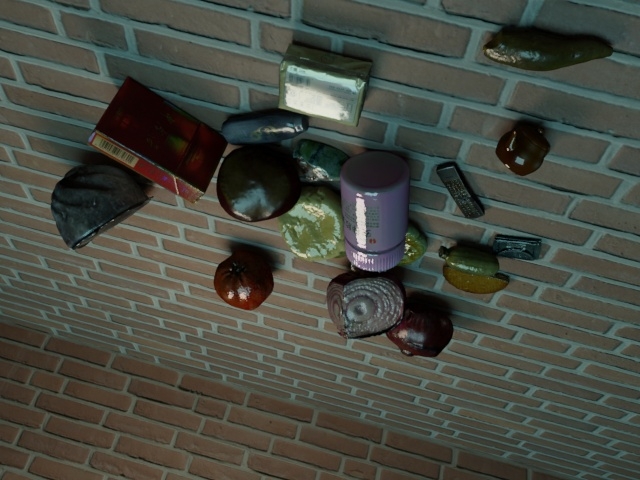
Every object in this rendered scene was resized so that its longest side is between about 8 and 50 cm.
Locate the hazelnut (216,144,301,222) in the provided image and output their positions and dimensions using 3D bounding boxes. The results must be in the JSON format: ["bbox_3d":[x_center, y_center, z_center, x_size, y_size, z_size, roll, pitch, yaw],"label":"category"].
[{"bbox_3d":[-0.165,-0.151,1.677,0.230,0.229,0.229,12,146,8],"label":"hazelnut"}]

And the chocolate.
[{"bbox_3d":[-0.698,-0.131,1.893,0.303,0.303,0.213,-26,101,46],"label":"chocolate"}]

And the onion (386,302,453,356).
[{"bbox_3d":[0.336,0.313,2.130,0.247,0.190,0.246,19,164,6],"label":"onion"}]

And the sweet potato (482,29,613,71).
[{"bbox_3d":[0.442,-0.368,1.199,0.244,0.077,0.077,10,146,12],"label":"sweet potato"}]

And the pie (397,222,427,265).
[{"bbox_3d":[0.206,0.004,1.860,0.241,0.054,0.240,12,148,8],"label":"pie"}]

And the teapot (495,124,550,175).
[{"bbox_3d":[0.470,-0.213,1.395,0.173,0.116,0.116,9,158,-42],"label":"teapot"}]

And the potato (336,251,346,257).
[{"bbox_3d":[0.000,0.000,1.919,0.188,0.085,0.105,33,138,-15],"label":"potato"}]

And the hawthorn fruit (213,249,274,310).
[{"bbox_3d":[-0.260,0.153,2.152,0.205,0.205,0.253,7,150,14],"label":"hawthorn fruit"}]

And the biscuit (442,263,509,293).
[{"bbox_3d":[0.482,0.125,1.940,0.206,0.025,0.126,13,146,7],"label":"biscuit"}]

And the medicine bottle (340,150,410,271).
[{"bbox_3d":[0.144,-0.074,1.623,0.178,0.178,0.290,8,136,13],"label":"medicine bottle"}]

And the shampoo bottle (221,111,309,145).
[{"bbox_3d":[-0.142,-0.290,1.587,0.234,0.049,0.087,-2,144,26],"label":"shampoo bottle"}]

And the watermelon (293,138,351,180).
[{"bbox_3d":[0.005,-0.189,1.659,0.187,0.071,0.139,24,150,-11],"label":"watermelon"}]

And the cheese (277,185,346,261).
[{"bbox_3d":[-0.011,-0.051,1.782,0.214,0.117,0.225,-14,114,21],"label":"cheese"}]

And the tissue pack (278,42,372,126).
[{"bbox_3d":[0.009,-0.351,1.396,0.197,0.092,0.148,16,146,4],"label":"tissue pack"}]

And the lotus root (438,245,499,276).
[{"bbox_3d":[0.434,0.059,1.803,0.183,0.077,0.090,13,-171,0],"label":"lotus root"}]

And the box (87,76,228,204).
[{"bbox_3d":[-0.420,-0.260,1.619,0.313,0.197,0.089,31,144,-21],"label":"box"}]

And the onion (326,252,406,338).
[{"bbox_3d":[0.149,0.191,2.013,0.257,0.272,0.230,18,-175,-5],"label":"onion"}]

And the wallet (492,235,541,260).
[{"bbox_3d":[0.561,0.025,1.758,0.130,0.026,0.088,7,145,16],"label":"wallet"}]

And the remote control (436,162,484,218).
[{"bbox_3d":[0.372,-0.128,1.620,0.059,0.028,0.212,-13,137,32],"label":"remote control"}]
